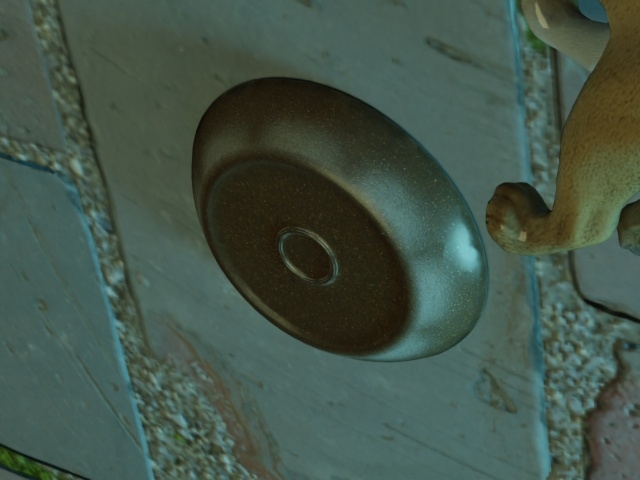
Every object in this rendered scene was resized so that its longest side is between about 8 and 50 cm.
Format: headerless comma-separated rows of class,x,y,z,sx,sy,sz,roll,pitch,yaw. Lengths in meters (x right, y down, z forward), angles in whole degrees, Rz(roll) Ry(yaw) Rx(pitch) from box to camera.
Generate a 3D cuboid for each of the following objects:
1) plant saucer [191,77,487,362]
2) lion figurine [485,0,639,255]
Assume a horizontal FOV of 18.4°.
plant saucer,0.000,0.000,1.123,0.198,0.036,0.198,23,138,23
lion figurine,0.116,-0.143,0.792,0.240,0.142,0.392,-2,131,53
